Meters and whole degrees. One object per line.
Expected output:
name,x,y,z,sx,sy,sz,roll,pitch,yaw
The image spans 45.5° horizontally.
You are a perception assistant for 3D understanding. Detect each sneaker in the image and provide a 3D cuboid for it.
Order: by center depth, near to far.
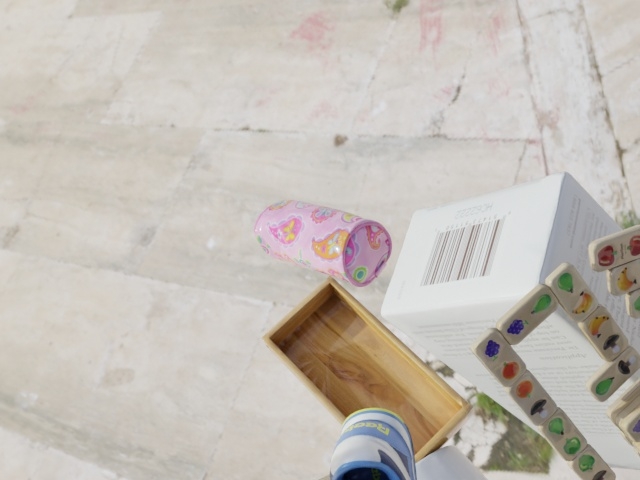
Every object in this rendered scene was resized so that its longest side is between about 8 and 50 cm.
sneaker,0.039,0.167,0.412,0.053,0.059,0.144,-22,89,14

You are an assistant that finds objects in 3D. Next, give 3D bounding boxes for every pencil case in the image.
pencil case,0.000,0.000,1.384,0.284,0.124,0.124,14,67,51

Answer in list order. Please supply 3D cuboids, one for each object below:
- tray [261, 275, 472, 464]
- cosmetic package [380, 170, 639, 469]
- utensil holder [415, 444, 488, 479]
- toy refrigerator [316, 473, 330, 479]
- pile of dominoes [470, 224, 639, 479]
tray,0.089,0.278,1.563,0.203,0.076,0.411,-42,61,-11
cosmetic package,0.319,0.126,0.950,0.230,0.453,0.162,-13,46,49
utensil holder,0.273,0.631,1.433,0.327,0.327,0.385,-41,61,-1
toy refrigerator,0.007,0.362,0.959,0.094,0.269,0.102,-47,68,24
pile of dominoes,0.282,0.119,0.702,0.196,0.251,0.040,-43,24,-1
